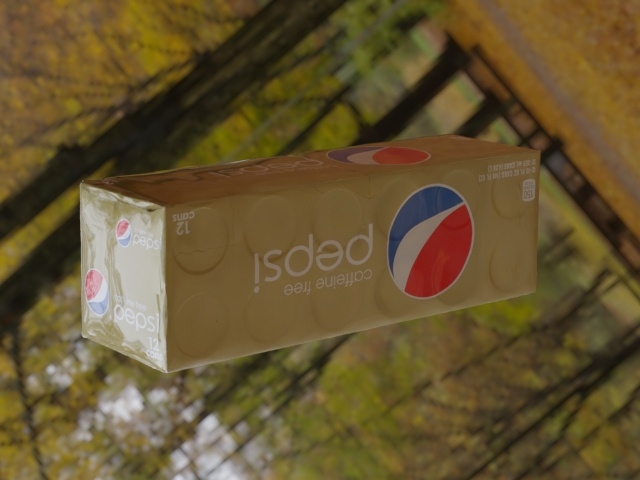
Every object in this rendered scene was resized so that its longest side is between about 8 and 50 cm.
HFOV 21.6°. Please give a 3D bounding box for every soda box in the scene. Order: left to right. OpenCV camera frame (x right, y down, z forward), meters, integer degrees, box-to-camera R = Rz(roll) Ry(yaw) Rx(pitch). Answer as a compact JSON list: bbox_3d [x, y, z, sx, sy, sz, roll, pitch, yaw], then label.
[{"bbox_3d":[0.000,0.000,0.638,0.181,0.061,0.058,-10,-163,-38],"label":"soda box"}]
